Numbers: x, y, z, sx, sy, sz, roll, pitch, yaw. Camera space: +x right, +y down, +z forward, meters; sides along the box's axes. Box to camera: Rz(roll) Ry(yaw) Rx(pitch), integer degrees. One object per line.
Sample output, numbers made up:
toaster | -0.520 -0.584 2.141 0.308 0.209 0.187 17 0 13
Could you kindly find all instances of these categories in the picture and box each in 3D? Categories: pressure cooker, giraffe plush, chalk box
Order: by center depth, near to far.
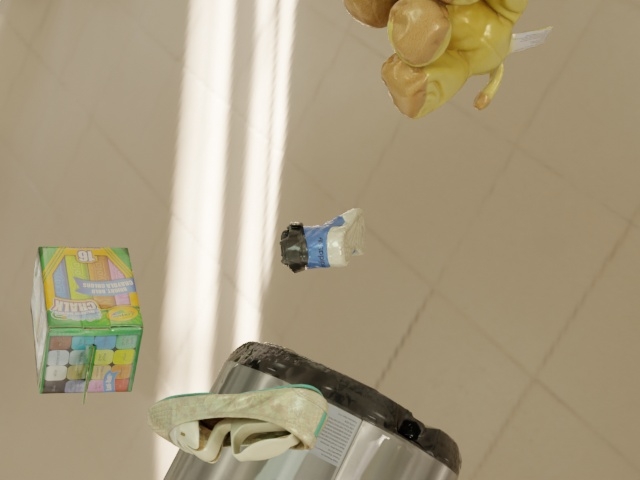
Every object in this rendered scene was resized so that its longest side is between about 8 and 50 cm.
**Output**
giraffe plush | 0.096 -0.230 1.107 0.170 0.210 0.181 41 114 27
pressure cooker | -0.051 0.387 1.599 0.370 0.375 0.420 11 69 49
chalk box | -0.320 0.125 1.636 0.213 0.132 0.132 -110 29 -44

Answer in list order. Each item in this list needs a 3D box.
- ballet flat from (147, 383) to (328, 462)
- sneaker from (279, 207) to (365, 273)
ballet flat | -0.072 0.144 0.912 0.168 0.057 0.052 -13 46 31
sneaker | 0.000 -0.001 1.332 0.085 0.152 0.058 -2 103 14
